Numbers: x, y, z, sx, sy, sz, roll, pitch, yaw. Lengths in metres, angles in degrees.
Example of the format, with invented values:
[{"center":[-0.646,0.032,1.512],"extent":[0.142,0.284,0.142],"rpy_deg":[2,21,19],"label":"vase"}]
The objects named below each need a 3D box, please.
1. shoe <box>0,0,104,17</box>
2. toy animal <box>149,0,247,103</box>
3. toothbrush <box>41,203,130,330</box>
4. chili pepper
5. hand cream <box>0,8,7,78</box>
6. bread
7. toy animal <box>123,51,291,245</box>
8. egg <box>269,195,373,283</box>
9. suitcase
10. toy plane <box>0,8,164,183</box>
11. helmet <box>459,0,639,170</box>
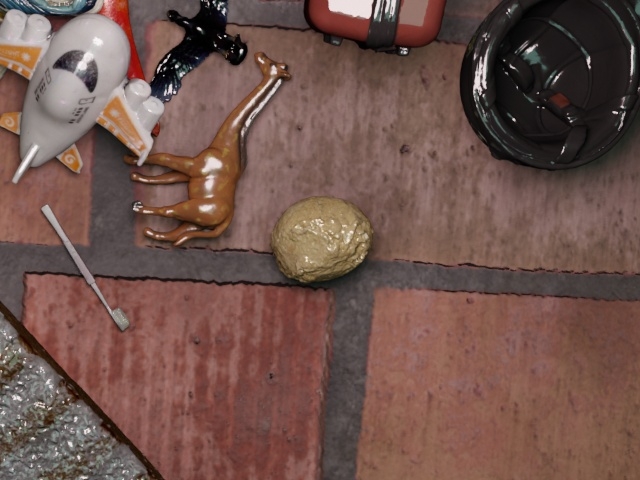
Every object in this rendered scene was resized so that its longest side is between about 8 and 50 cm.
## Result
[{"center":[-0.335,-0.301,1.770],"extent":[0.143,0.071,0.063],"rpy_deg":[6,94,3],"label":"shoe"},{"center":[-0.147,-0.262,1.868],"extent":[0.108,0.062,0.220],"rpy_deg":[27,95,7],"label":"toy animal"},{"center":[-0.305,0.036,1.908],"extent":[0.017,0.014,0.194],"rpy_deg":[-33,103,-2],"label":"toothbrush"},{"center":[-0.260,-0.255,1.839],"extent":[0.071,0.063,0.272],"rpy_deg":[-9,102,27],"label":"chili pepper"},{"center":[-0.385,-0.292,1.826],"extent":[0.075,0.052,0.248],"rpy_deg":[25,92,-17],"label":"hand cream"},{"center":[-0.363,0.249,1.885],"extent":[0.165,0.113,0.416],"rpy_deg":[-41,104,1],"label":"bread"},{"center":[-0.136,-0.117,1.886],"extent":[0.230,0.066,0.224],"rpy_deg":[-11,86,3],"label":"toy animal"},{"center":[0.000,0.000,1.899],"extent":[0.140,0.116,0.118],"rpy_deg":[-10,126,19],"label":"egg"},{"center":[0.069,-0.345,1.760],"extent":[0.161,0.297,0.236],"rpy_deg":[9,97,-3],"label":"suitcase"},{"center":[-0.310,-0.174,1.786],"extent":[0.245,0.117,0.244],"rpy_deg":[10,128,12],"label":"toy plane"},{"center":[0.288,-0.219,1.886],"extent":[0.230,0.160,0.279],"rpy_deg":[36,78,-13],"label":"helmet"}]
